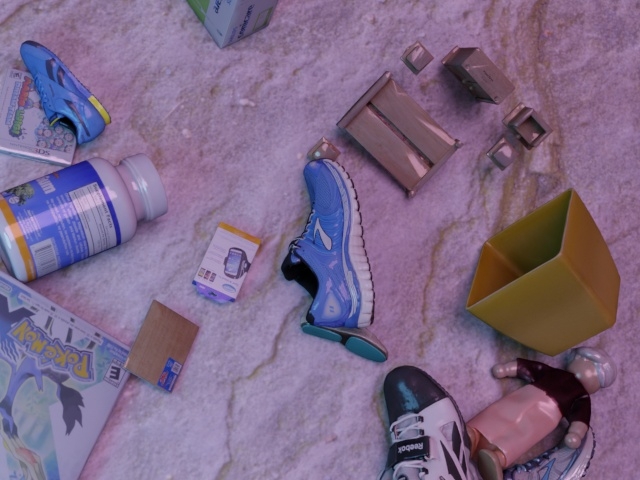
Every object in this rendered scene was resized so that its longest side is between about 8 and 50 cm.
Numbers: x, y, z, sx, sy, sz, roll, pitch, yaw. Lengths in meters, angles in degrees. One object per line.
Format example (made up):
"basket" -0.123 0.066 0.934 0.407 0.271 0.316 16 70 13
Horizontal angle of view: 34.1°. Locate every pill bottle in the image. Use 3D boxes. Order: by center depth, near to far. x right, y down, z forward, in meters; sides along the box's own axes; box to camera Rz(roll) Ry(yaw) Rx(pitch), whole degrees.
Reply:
"pill bottle" -0.395 -0.046 1.703 0.272 0.152 0.152 -25 79 -22

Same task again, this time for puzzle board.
"puzzle board" -0.262 0.175 1.717 0.096 0.011 0.128 36 60 -27

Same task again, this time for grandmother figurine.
"grandmother figurine" 0.385 0.284 1.826 0.342 0.104 0.208 -26 61 -26

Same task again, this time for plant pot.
"plant pot" 0.409 0.075 1.835 0.187 0.212 0.212 45 37 -13

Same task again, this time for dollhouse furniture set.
"dollhouse furniture set" 0.200 -0.192 1.984 0.303 0.174 0.355 44 95 -10

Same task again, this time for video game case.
"video game case" -0.477 0.220 1.587 0.329 0.036 0.300 34 60 -20
"video game case" -0.487 -0.213 1.811 0.143 0.019 0.157 12 68 -11

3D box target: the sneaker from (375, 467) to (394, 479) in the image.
"sneaker" 0.114 0.435 1.721 0.052 0.058 0.135 18 66 -8

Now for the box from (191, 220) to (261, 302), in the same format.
"box" -0.165 0.043 1.803 0.081 0.028 0.136 25 68 -5

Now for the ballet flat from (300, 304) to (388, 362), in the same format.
"ballet flat" 0.047 0.156 1.806 0.168 0.057 0.052 24 57 -6

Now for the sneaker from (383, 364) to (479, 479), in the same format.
"sneaker" 0.170 0.361 1.701 0.146 0.122 0.331 -3 65 -49

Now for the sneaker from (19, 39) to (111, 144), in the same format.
"sneaker" -0.455 -0.253 1.786 0.082 0.069 0.209 -42 87 -21

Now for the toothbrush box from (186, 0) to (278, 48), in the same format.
"toothbrush box" -0.196 -0.530 1.904 0.122 0.206 0.283 -30 80 -23

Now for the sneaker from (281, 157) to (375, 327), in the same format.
"sneaker" 0.000 0.000 1.804 0.147 0.130 0.330 -7 59 -5

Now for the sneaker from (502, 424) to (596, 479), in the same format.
"sneaker" 0.371 0.408 1.778 0.122 0.110 0.283 31 60 11
